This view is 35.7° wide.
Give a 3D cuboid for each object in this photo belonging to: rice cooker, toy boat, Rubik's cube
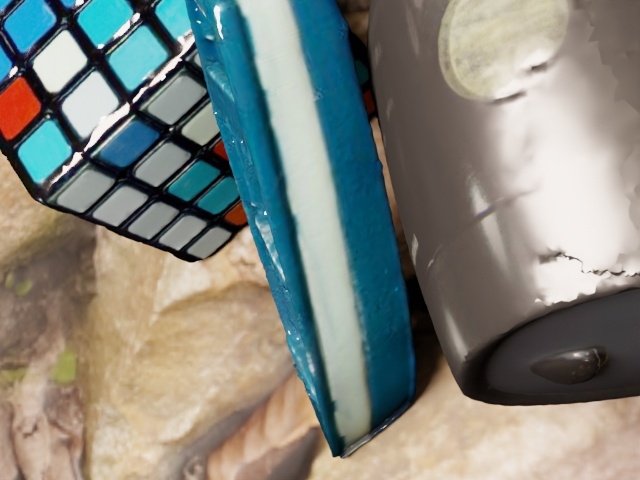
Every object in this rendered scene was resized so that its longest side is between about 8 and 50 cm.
[{"bbox_3d":[0.150,-0.057,0.435,0.267,0.267,0.224,-16,66,20],"label":"rice cooker"},{"bbox_3d":[0.000,0.000,0.506,0.061,0.299,0.096,-21,34,-10],"label":"toy boat"},{"bbox_3d":[-0.094,-0.121,0.603,0.182,0.187,0.184,-42,66,9],"label":"Rubik's cube"}]
